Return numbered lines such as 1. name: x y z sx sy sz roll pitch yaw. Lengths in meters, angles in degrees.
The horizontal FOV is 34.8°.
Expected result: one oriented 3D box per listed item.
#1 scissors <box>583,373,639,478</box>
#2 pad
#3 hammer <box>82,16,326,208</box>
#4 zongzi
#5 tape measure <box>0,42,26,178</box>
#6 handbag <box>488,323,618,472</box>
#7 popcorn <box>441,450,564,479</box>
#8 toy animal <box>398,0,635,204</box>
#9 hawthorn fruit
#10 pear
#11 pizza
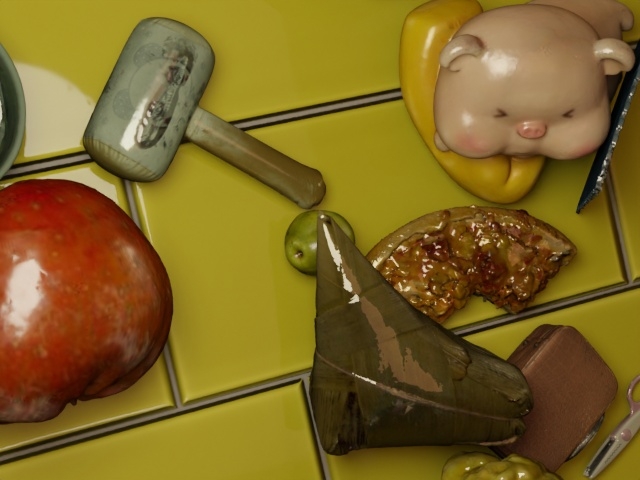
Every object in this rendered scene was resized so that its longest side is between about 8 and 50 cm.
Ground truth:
1. scissors: 0.432 0.270 1.447 0.176 0.022 0.085 -44 103 -16
2. pad: 0.387 -0.169 1.318 0.012 0.269 0.269 20 88 9
3. hammer: -0.122 -0.128 1.259 0.305 0.113 0.202 27 85 -19
4. zongzi: 0.125 0.109 1.251 0.273 0.145 0.300 -1 105 -4
5. tape measure: -0.468 -0.146 1.138 0.262 0.138 0.259 45 79 -11
6. handbag: 0.304 0.222 1.387 0.193 0.072 0.151 -46 101 -14
7. popcorn: 0.237 0.350 1.299 0.226 0.203 0.200 5 121 -37
8. toy animal: 0.282 -0.182 1.295 0.345 0.247 0.278 -4 96 -21
9. hawthorn fruit: -0.303 0.069 1.113 0.284 0.284 0.284 0 89 -16
10. pear: 0.000 0.000 1.299 0.097 0.092 0.092 -20 96 -57
11. pizza: 0.202 0.033 1.354 0.305 0.085 0.161 -7 92 -15
